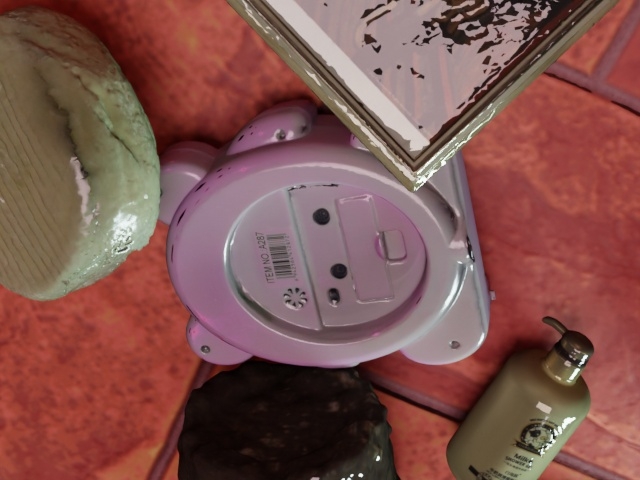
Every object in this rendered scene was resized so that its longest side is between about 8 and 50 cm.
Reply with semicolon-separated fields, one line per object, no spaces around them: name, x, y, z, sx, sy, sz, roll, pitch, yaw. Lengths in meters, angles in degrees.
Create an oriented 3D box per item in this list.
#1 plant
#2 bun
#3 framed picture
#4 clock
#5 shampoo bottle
plant;-0.021;0.246;1.096;0.188;0.199;0.276;0;121;1
bun;-0.204;-0.070;0.969;0.221;0.108;0.221;18;119;35
framed picture;0.089;-0.196;0.887;0.273;0.016;0.216;-44;100;10
clock;0.000;0.000;1.017;0.247;0.090;0.228;-7;118;13
shampoo bottle;0.173;0.139;1.077;0.079;0.079;0.162;26;119;-8
